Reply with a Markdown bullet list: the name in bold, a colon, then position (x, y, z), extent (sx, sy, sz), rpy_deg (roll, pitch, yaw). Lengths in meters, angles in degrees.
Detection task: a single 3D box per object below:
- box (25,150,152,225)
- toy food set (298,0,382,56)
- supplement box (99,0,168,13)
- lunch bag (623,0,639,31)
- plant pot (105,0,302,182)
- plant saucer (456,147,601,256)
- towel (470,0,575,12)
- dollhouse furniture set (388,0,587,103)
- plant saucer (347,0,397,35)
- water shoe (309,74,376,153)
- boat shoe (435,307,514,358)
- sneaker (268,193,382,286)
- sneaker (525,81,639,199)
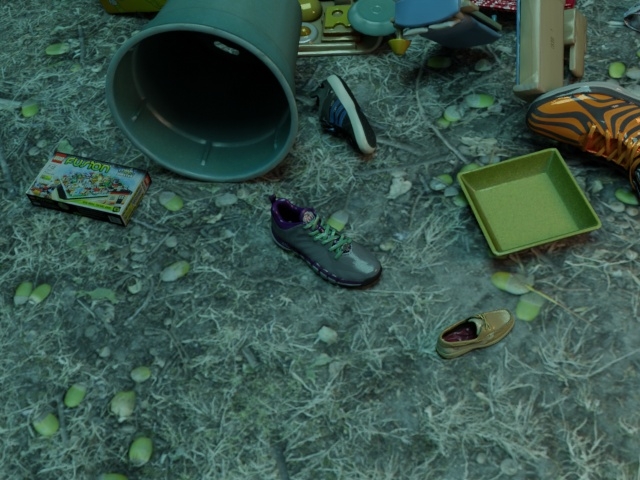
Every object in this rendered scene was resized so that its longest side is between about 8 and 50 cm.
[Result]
- **box**: position (-0.438, -0.100, 1.505), extent (0.207, 0.036, 0.114), rpy_deg (12, 57, 16)
- **toy food set**: position (-0.011, -0.503, 1.705), extent (0.306, 0.092, 0.220), rpy_deg (0, 54, 8)
- **supplement box**: position (-0.334, -0.638, 1.743), extent (0.356, 0.195, 0.194), rpy_deg (6, 55, 26)
- **lunch bag**: position (0.665, -0.459, 1.609), extent (0.071, 0.053, 0.083), rpy_deg (-40, 50, -22)
- **plant pot**: position (-0.184, -0.343, 1.489), extent (0.341, 0.341, 0.334), rpy_deg (2, 46, 9)
- **plant saucer**: position (0.352, -0.057, 1.363), extent (0.188, 0.045, 0.188), rpy_deg (-15, 53, -4)
- **towel**: position (0.401, -0.533, 1.680), extent (0.275, 0.031, 0.199), rpy_deg (12, 39, 15)
- **dollhouse furniture set**: position (0.321, -0.350, 1.543), extent (0.303, 0.286, 0.198), rpy_deg (0, 86, 37)
- **plant saucer**: position (0.115, -0.466, 1.628), extent (0.119, 0.021, 0.119), rpy_deg (1, 55, -2)
- **water shoe**: position (0.043, -0.228, 1.527), extent (0.080, 0.073, 0.203), rpy_deg (-34, 53, 16)
- **boat shoe**: position (0.243, 0.139, 1.234), extent (0.135, 0.045, 0.050), rpy_deg (-26, 55, -11)
- **sneaker**: position (0.000, 0.000, 1.335), extent (0.223, 0.098, 0.083), rpy_deg (26, 61, 24)
- **sneaker**: position (0.516, -0.163, 1.358), extent (0.321, 0.124, 0.180), rpy_deg (6, 55, 4)
